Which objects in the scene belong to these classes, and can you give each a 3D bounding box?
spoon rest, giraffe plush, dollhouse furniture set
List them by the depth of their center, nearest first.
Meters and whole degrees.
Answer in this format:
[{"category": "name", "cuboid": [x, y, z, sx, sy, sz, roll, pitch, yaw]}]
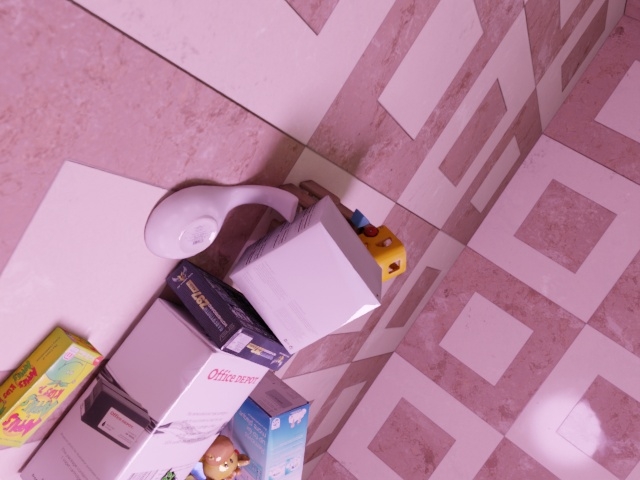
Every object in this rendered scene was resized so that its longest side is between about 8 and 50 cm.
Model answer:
[{"category": "spoon rest", "cuboid": [-0.171, -0.043, 0.994, 0.276, 0.084, 0.137, -16, 137, -37]}, {"category": "dollhouse furniture set", "cuboid": [0.000, 0.000, 1.257, 0.242, 0.161, 0.212, -19, 139, -54]}, {"category": "giraffe plush", "cuboid": [-0.268, 0.494, 1.372, 0.181, 0.170, 0.210, -44, 143, -22]}]

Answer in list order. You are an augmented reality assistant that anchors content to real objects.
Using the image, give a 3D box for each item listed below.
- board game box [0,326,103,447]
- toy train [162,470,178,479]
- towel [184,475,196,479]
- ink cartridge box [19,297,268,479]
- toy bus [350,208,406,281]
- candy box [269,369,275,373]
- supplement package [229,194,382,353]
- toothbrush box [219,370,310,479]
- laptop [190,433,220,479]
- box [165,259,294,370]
[{"category": "board game box", "cuboid": [-0.428, 0.224, 0.885, 0.181, 0.043, 0.092, -49, 157, -13]}, {"category": "toy train", "cuboid": [-0.296, 0.463, 1.075, 0.083, 0.023, 0.017, -46, 158, -14]}, {"category": "towel", "cuboid": [-0.362, 0.697, 1.666, 0.060, 0.009, 0.083, -16, 120, -15]}, {"category": "ink cartridge box", "cuboid": [-0.308, 0.329, 1.111, 0.395, 0.166, 0.285, -52, 158, -3]}, {"category": "toy bus", "cuboid": [0.083, 0.055, 1.218, 0.190, 0.104, 0.202, 18, 113, -44]}, {"category": "candy box", "cuboid": [-0.145, 0.340, 1.632, 0.105, 0.027, 0.206, -9, 130, -56]}, {"category": "supplement package", "cuboid": [-0.020, 0.062, 1.094, 0.203, 0.194, 0.149, -31, -165, 18]}, {"category": "toothbrush box", "cuboid": [-0.150, 0.500, 1.472, 0.126, 0.216, 0.296, -10, 115, -39]}, {"category": "laptop", "cuboid": [-0.260, 0.547, 1.553, 0.234, 0.136, 0.264, -48, 157, -17]}, {"category": "box", "cuboid": [-0.161, 0.144, 1.081, 0.059, 0.183, 0.233, -45, 152, -1]}]
